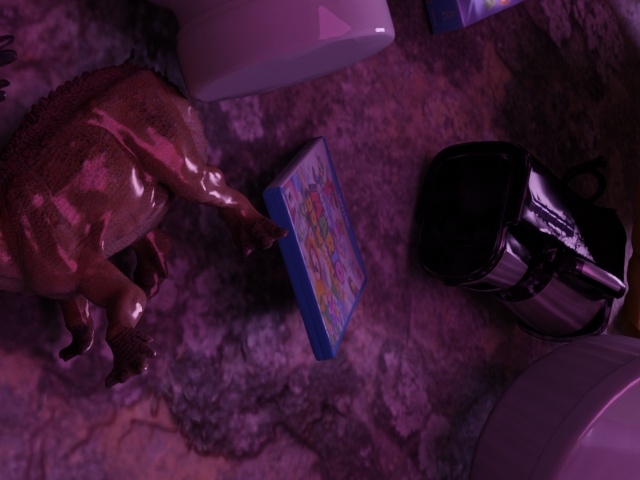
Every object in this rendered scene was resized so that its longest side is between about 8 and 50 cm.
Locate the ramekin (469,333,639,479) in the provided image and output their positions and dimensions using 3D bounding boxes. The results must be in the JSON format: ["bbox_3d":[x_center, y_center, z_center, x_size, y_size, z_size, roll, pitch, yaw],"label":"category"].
[{"bbox_3d":[0.246,0.202,1.042,0.273,0.127,0.272,-9,109,-27],"label":"ramekin"}]

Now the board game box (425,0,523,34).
[{"bbox_3d":[0.126,-0.301,1.087,0.160,0.039,0.211,-30,109,-45],"label":"board game box"}]

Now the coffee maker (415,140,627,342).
[{"bbox_3d":[0.170,-0.017,1.064,0.178,0.120,0.171,30,46,-44],"label":"coffee maker"}]

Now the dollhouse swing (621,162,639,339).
[{"bbox_3d":[0.362,-0.110,1.212,0.315,0.305,0.346,-12,121,-19],"label":"dollhouse swing"}]

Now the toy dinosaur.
[{"bbox_3d":[-0.140,-0.042,0.711,0.296,0.127,0.200,-43,110,-48],"label":"toy dinosaur"}]

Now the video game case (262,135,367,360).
[{"bbox_3d":[0.000,0.000,0.875,0.166,0.015,0.119,-59,133,-71],"label":"video game case"}]

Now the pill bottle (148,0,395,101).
[{"bbox_3d":[-0.056,-0.236,0.761,0.162,0.162,0.278,-15,88,-48],"label":"pill bottle"}]

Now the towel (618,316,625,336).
[{"bbox_3d":[0.362,0.116,1.322,0.113,0.023,0.152,-47,118,-42],"label":"towel"}]
